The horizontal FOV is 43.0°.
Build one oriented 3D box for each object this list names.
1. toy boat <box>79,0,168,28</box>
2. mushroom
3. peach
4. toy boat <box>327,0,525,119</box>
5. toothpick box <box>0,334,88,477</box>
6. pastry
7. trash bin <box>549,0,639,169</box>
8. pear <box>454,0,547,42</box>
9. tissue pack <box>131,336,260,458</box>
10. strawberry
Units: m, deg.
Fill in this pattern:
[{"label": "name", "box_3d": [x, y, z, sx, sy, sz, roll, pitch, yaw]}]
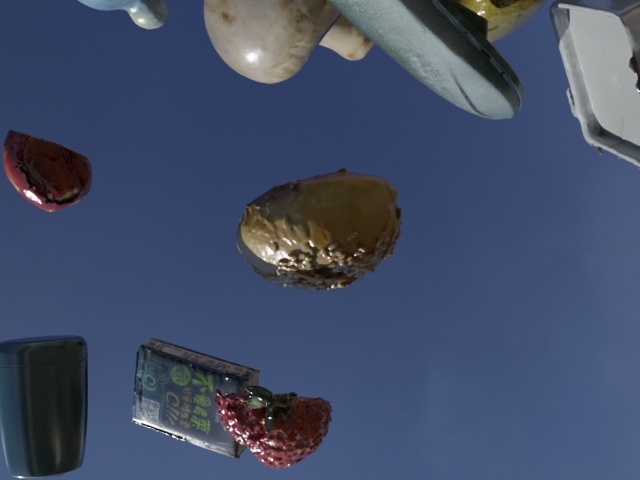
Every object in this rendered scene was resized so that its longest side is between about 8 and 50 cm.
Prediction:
[{"label": "toy boat", "box_3d": [-0.087, -0.290, 0.717, 0.123, 0.330, 0.215, 63, -164, -17]}, {"label": "mushroom", "box_3d": [-0.031, -0.383, 1.320, 0.290, 0.297, 0.297, 24, -113, -32]}, {"label": "peach", "box_3d": [-0.480, -0.127, 1.423, 0.127, 0.092, 0.172, -45, -65, -9]}, {"label": "toy boat", "box_3d": [0.128, -0.228, 0.902, 0.319, 0.141, 0.092, 33, -93, -35]}, {"label": "toothpick box", "box_3d": [-0.373, 0.223, 1.094, 0.120, 0.120, 0.184, 0, -94, -45]}, {"label": "pastry", "box_3d": [0.000, 0.000, 1.493, 0.284, 0.315, 0.184, 10, -116, -52]}, {"label": "trash bin", "box_3d": [0.456, -0.225, 0.823, 0.367, 0.296, 0.256, -24, -66, -1]}, {"label": "pear", "box_3d": [0.211, -0.359, 1.059, 0.188, 0.228, 0.211, 50, -130, -4]}, {"label": "tissue pack", "box_3d": [-0.239, 0.295, 1.534, 0.073, 0.235, 0.173, -38, -41, -65]}, {"label": "strawberry", "box_3d": [-0.071, 0.274, 1.179, 0.236, 0.175, 0.107, 66, -151, -74]}]
